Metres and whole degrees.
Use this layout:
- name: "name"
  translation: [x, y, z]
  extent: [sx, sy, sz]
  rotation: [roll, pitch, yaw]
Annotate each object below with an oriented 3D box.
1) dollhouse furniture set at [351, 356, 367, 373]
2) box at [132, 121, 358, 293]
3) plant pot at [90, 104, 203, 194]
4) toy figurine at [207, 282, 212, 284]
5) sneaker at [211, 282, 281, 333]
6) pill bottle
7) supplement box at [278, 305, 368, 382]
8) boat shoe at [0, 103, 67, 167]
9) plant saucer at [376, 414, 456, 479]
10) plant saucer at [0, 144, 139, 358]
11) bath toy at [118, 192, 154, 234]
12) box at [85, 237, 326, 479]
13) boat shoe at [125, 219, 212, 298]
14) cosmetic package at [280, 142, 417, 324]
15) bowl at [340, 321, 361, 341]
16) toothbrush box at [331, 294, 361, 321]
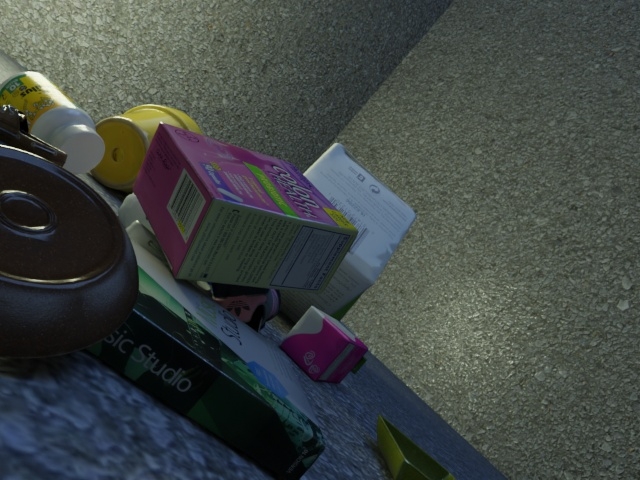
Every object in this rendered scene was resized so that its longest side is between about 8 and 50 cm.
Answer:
- name: "dollhouse furniture set"
  translation: [0.069, 0.345, 1.554]
  extent: [0.151, 0.058, 0.076]
  rotation: [40, -3, 8]
- name: "box"
  translation: [-0.109, -0.043, 0.713]
  extent: [0.243, 0.117, 0.213]
  rotation: [12, 27, -42]
- name: "plant pot"
  translation: [-0.441, -0.213, 1.231]
  extent: [0.254, 0.254, 0.239]
  rotation: [40, 13, 2]
- name: "toy figurine"
  translation: [-0.168, 0.039, 1.079]
  extent: [0.217, 0.191, 0.362]
  rotation: [45, 1, 34]
- name: "sneaker"
  translation: [-0.132, 0.122, 0.885]
  extent: [0.319, 0.112, 0.131]
  rotation: [79, 6, -66]
- name: "pill bottle"
  translation: [-0.495, -0.214, 0.917]
  extent: [0.208, 0.117, 0.117]
  rotation: [40, -3, 23]
- name: "supplement box"
  translation: [0.014, 0.235, 1.099]
  extent: [0.111, 0.114, 0.220]
  rotation: [40, -4, 23]
- name: "boat shoe"
  translation: [-0.461, -0.163, 0.729]
  extent: [0.183, 0.066, 0.066]
  rotation: [42, -3, -25]
- name: "plant saucer"
  translation: [0.172, 0.397, 0.831]
  extent: [0.188, 0.045, 0.188]
  rotation: [41, -3, -5]
- name: "plant saucer"
  translation: [-0.215, -0.009, 0.353]
  extent: [0.198, 0.036, 0.199]
  rotation: [34, 25, -18]
- name: "bath toy"
  translation: [-0.178, -0.007, 0.892]
  extent: [0.348, 0.151, 0.129]
  rotation: [15, 23, -37]
- name: "box"
  translation: [-0.151, 0.095, 0.531]
  extent: [0.322, 0.058, 0.232]
  rotation: [39, -2, -17]
- name: "boat shoe"
  translation: [-0.213, 0.042, 0.731]
  extent: [0.083, 0.076, 0.226]
  rotation: [39, -3, 26]
- name: "cosmetic package"
  translation: [0.000, 0.000, 1.470]
  extent: [0.329, 0.327, 0.393]
  rotation: [42, -41, -4]
- name: "bowl"
  translation: [-0.022, 0.271, 1.791]
  extent: [0.391, 0.077, 0.391]
  rotation: [40, -2, 2]
- name: "toothbrush box"
  translation: [0.023, 0.124, 1.789]
  extent: [0.283, 0.206, 0.122]
  rotation: [41, -2, 5]
